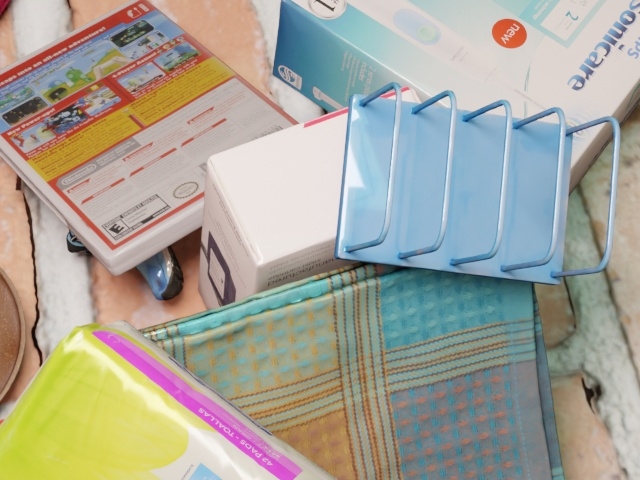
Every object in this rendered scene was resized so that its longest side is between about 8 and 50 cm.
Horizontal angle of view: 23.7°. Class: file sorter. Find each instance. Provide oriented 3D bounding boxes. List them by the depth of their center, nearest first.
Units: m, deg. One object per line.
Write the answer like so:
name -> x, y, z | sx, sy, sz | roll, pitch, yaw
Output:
file sorter -> 0.109, -0.040, 1.056 | 0.170, 0.104, 0.118 | 7, 83, -14

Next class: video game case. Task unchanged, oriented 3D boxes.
video game case -> -0.164, -0.100, 1.307 | 0.204, 0.025, 0.285 | -32, 48, -19

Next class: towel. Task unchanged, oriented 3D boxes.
towel -> 0.006, 0.152, 1.144 | 0.370, 0.271, 0.040 | -16, 23, -13

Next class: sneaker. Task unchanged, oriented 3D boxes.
sneaker -> -0.177, -0.002, 1.301 | 0.073, 0.063, 0.162 | -38, 62, -11

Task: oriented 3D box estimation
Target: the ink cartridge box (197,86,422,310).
ink cartridge box -> 0.000, 0.000, 1.209 | 0.172, 0.237, 0.100 | -21, 69, -15

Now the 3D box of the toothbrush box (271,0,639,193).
toothbrush box -> 0.138, -0.174, 1.374 | 0.295, 0.126, 0.216 | 36, 65, 11

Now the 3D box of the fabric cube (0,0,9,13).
fabric cube -> -0.421, -0.267, 1.285 | 0.259, 0.258, 0.254 | 17, 61, 10

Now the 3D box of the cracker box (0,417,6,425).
cracker box -> -0.246, 0.256, 1.140 | 0.156, 0.067, 0.232 | -15, 63, -14

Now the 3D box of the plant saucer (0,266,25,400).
plant saucer -> -0.340, 0.086, 1.247 | 0.199, 0.036, 0.198 | 2, 62, -4

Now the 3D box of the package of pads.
package of pads -> -0.146, 0.224, 0.999 | 0.229, 0.101, 0.296 | 36, 99, 10
